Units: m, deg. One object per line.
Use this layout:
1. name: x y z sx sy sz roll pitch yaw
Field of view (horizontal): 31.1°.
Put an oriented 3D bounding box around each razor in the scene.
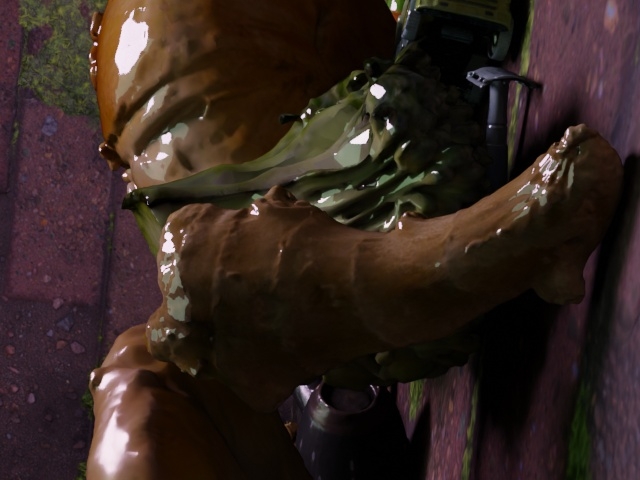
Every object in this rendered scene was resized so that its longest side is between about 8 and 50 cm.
1. razor: 0.127 -0.055 0.831 0.068 0.040 0.135 -98 9 -76

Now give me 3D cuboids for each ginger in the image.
1. ginger: 0.029 0.009 0.646 0.086 0.294 0.131 2 -112 -66

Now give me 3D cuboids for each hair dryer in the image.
1. hair dryer: -0.007 0.183 1.219 0.359 0.120 0.303 -120 19 -46

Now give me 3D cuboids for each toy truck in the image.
1. toy truck: 0.107 -0.183 0.946 0.191 0.085 0.116 105 176 -74

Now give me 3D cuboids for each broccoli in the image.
1. broccoli: 0.000 0.000 0.784 0.248 0.246 0.288 -120 19 -49

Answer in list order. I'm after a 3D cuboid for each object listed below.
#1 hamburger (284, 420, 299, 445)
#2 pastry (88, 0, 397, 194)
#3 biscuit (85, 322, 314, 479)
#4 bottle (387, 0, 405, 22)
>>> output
1. hamburger: -0.034 0.380 1.543 0.283 0.145 0.259 96 -177 -71
2. pastry: -0.056 -0.112 1.099 0.409 0.245 0.409 33 -132 -45
3. biscuit: -0.033 0.264 0.757 0.429 0.104 0.446 -97 -19 -68
4. bottle: 0.089 -0.235 1.341 0.069 0.069 0.187 -109 28 -80
